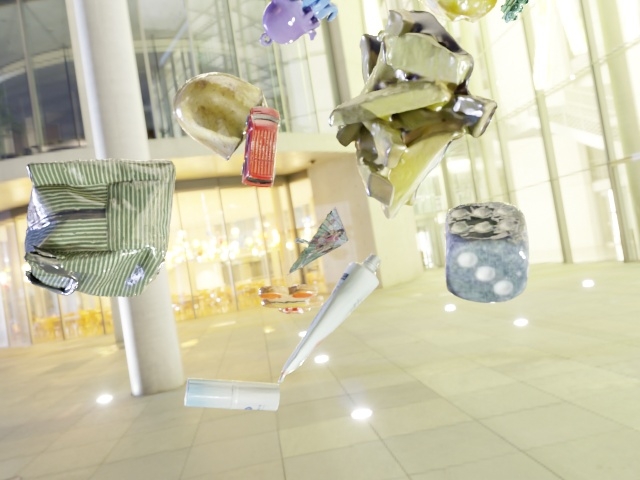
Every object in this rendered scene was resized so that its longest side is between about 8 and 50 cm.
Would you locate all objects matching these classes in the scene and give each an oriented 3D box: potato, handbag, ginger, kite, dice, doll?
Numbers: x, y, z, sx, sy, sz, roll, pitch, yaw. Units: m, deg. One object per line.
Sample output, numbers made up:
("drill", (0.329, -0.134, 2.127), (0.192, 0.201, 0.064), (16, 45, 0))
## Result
("potato", (-0.285, -0.353, 1.528), (0.242, 0.243, 0.285), (-9, 15, -13))
("handbag", (-0.412, -0.021, 1.036), (0.240, 0.247, 0.340), (6, -13, -25))
("ginger", (0.142, -0.268, 1.148), (0.211, 0.414, 0.358), (-11, -9, -31))
("kite", (0.000, 0.000, 1.914), (0.267, 0.013, 0.323), (-1, 46, 45))
("dice", (0.378, 0.025, 1.294), (0.182, 0.183, 0.181), (-1, 35, 12))
("doll", (-0.016, -0.373, 0.860), (0.206, 0.067, 0.110), (-39, -52, 15))

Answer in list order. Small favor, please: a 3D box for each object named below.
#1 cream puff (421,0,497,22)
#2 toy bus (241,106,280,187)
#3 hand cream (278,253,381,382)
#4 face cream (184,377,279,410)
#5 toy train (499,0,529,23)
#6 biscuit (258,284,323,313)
("cream puff", (0.348, -0.690, 1.387), (0.270, 0.274, 0.323), (-51, -9, 21))
("toy bus", (-0.137, -0.227, 1.317), (0.081, 0.195, 0.089), (7, -11, -11))
("hand cream", (0.021, 0.167, 1.199), (0.341, 0.077, 0.124), (-52, -7, -11))
("face cream", (-0.241, 0.423, 1.543), (0.250, 0.077, 0.077), (8, -6, -14))
("toy train", (0.466, -0.570, 1.359), (0.033, 0.053, 0.083), (-23, -27, -49))
("biscuit", (-0.074, 0.162, 1.467), (0.165, 0.036, 0.250), (-2, -19, 0))
